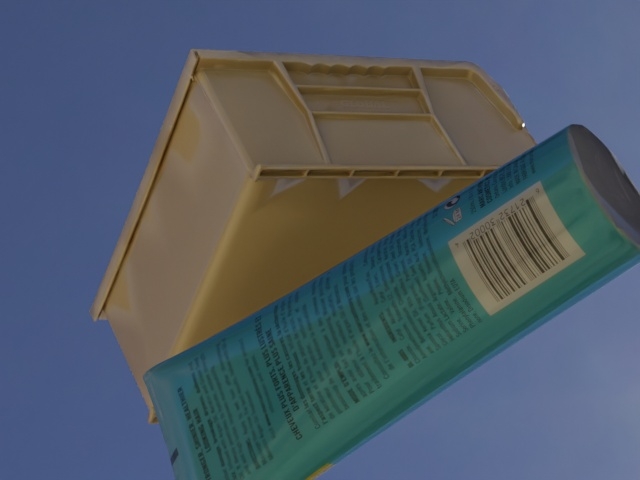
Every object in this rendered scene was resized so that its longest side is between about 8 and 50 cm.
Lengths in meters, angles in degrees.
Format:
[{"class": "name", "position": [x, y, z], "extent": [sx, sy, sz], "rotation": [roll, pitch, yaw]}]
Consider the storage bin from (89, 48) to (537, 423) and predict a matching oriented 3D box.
[{"class": "storage bin", "position": [0.000, 0.000, 1.486], "extent": [0.260, 0.123, 0.262], "rotation": [-1, -46, -30]}]

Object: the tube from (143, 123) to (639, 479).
[{"class": "tube", "position": [0.021, 0.034, 0.715], "extent": [0.207, 0.080, 0.052], "rotation": [-33, -37, 23]}]
